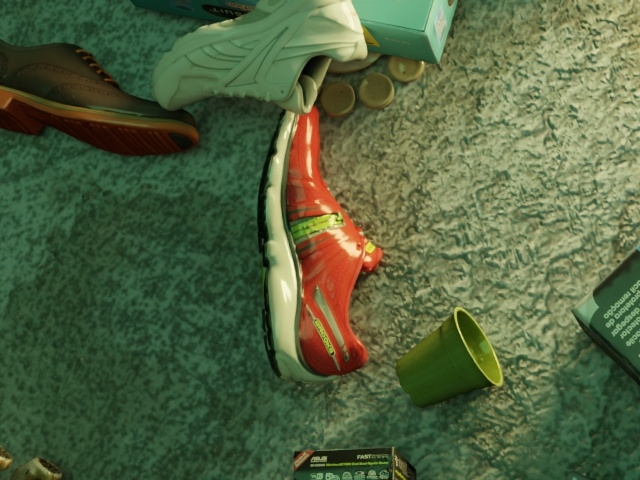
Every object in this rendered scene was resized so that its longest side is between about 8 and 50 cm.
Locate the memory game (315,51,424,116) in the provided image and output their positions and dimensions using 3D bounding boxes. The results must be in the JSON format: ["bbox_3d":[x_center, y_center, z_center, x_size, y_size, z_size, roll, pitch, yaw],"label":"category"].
[{"bbox_3d":[0.027,-0.214,1.589,0.186,0.012,0.186,-3,77,12],"label":"memory game"}]

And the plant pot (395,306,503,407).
[{"bbox_3d":[0.115,0.116,1.462,0.079,0.083,0.083,-30,72,17],"label":"plant pot"}]

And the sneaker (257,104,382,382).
[{"bbox_3d":[0.000,0.000,1.516,0.118,0.107,0.279,-1,78,-7],"label":"sneaker"}]

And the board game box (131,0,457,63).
[{"bbox_3d":[-0.011,-0.334,1.580,0.336,0.079,0.253,14,77,17],"label":"board game box"}]

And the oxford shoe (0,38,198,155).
[{"bbox_3d":[-0.243,-0.154,1.597,0.271,0.097,0.098,13,75,16],"label":"oxford shoe"}]

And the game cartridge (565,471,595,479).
[{"bbox_3d":[0.320,0.349,1.368,0.297,0.062,0.198,22,87,17],"label":"game cartridge"}]

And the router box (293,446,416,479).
[{"bbox_3d":[0.033,0.218,1.428,0.092,0.122,0.038,-4,72,12],"label":"router box"}]

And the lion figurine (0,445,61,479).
[{"bbox_3d":[-0.416,0.249,1.538,0.392,0.142,0.240,42,97,32],"label":"lion figurine"}]

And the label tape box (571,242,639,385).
[{"bbox_3d":[0.425,0.099,1.373,0.240,0.106,0.333,-45,71,1],"label":"label tape box"}]

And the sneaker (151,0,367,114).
[{"bbox_3d":[-0.059,-0.162,1.482,0.232,0.090,0.115,-25,87,28],"label":"sneaker"}]
